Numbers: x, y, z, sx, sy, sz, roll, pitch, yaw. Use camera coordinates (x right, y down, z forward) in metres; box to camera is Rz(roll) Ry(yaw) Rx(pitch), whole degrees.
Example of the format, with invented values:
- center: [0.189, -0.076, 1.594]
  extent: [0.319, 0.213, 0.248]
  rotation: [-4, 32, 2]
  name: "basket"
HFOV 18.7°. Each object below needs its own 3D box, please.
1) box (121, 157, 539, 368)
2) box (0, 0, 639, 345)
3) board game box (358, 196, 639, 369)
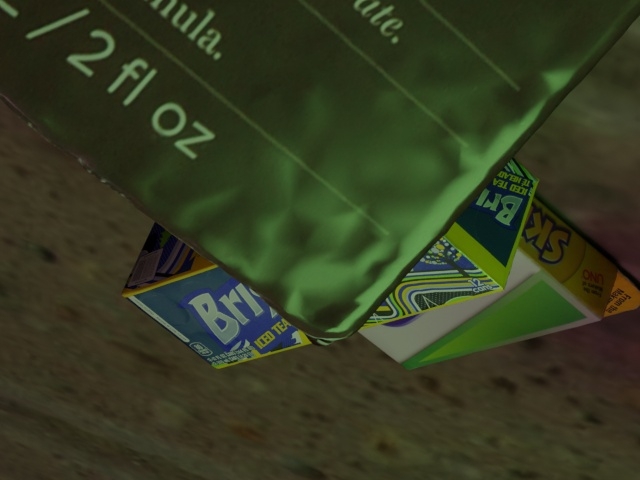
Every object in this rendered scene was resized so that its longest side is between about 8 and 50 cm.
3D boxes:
- center: [0.000, 0.000, 0.752]
  extent: [0.059, 0.054, 0.169]
  rotation: [40, 144, -27]
  name: "box"
- center: [-0.011, -0.125, 0.422]
  extent: [0.168, 0.203, 0.167]
  rotation: [38, -173, -28]
  name: "box"
- center: [0.006, -0.025, 0.797]
  extent: [0.259, 0.039, 0.124]
  rotation: [36, 147, -26]
  name: "board game box"
